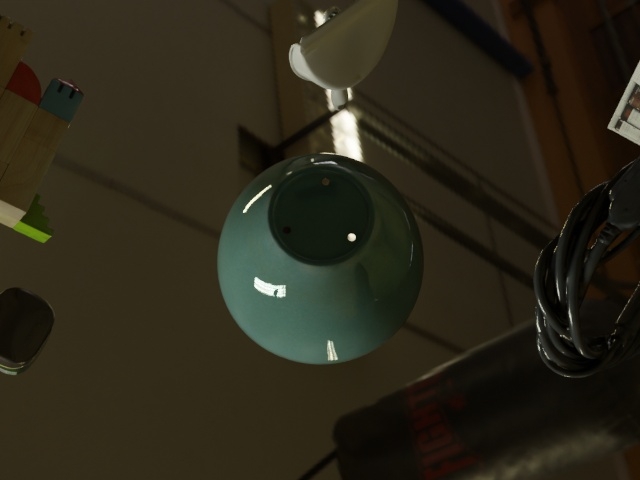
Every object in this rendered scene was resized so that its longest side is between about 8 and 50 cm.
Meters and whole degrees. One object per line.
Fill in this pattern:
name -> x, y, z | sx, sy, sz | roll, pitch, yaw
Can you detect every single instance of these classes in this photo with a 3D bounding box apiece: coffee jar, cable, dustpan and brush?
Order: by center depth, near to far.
cable -> 0.203, 0.009, 0.600 | 0.047, 0.184, 0.150 | 40, -177, 40
dustpan and brush -> 0.026, -0.208, 1.104 | 0.060, 0.147, 0.211 | 43, 162, 29
coffee jar -> -0.386, 0.116, 1.209 | 0.079, 0.184, 0.096 | 32, -109, -10

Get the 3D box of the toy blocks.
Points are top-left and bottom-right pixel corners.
toy blocks -> -0.486, -0.202, 1.296 | 0.381, 0.191, 0.261 | 28, -114, -20

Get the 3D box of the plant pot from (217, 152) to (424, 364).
plant pot -> 0.000, 0.000, 1.259 | 0.195, 0.290, 0.290 | 90, 163, -70

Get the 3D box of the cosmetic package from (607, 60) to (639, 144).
cosmetic package -> 0.337, -0.162, 0.826 | 0.099, 0.239, 0.060 | 31, -118, 15
